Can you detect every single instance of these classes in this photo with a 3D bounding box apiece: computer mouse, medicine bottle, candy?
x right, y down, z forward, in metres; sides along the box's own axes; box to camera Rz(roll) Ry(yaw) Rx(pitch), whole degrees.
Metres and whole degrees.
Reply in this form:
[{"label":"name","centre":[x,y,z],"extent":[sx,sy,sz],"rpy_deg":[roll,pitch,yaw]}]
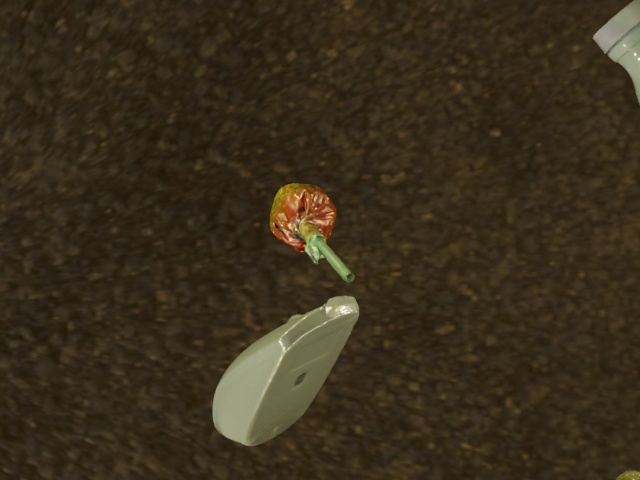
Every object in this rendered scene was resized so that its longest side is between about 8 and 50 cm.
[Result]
[{"label":"computer mouse","centre":[-0.045,0.134,1.618],"extent":[0.079,0.231,0.128],"rpy_deg":[46,41,18]},{"label":"medicine bottle","centre":[0.346,-0.127,1.389],"extent":[0.090,0.090,0.216],"rpy_deg":[-38,85,-17]},{"label":"candy","centre":[0.000,0.000,1.216],"extent":[0.060,0.201,0.060],"rpy_deg":[-4,108,-12]}]

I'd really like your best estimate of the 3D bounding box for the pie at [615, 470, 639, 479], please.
[{"label":"pie","centre":[0.367,0.303,1.729],"extent":[0.085,0.017,0.085],"rpy_deg":[23,50,-32]}]
